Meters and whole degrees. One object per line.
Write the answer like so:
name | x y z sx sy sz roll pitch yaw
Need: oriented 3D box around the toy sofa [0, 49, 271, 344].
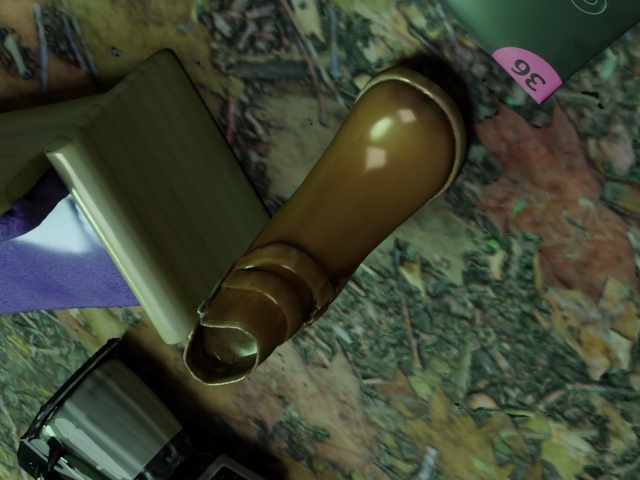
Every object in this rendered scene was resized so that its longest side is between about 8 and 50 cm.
toy sofa | -0.223 -0.002 1.220 0.363 0.177 0.150 -5 123 46

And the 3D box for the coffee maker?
coffee maker | -0.132 0.181 1.397 0.178 0.120 0.171 42 169 4

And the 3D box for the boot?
boot | 0.000 0.000 1.020 0.073 0.152 0.197 39 145 6

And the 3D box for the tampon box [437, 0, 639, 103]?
tampon box | 0.117 -0.160 0.781 0.120 0.101 0.161 45 146 -2
